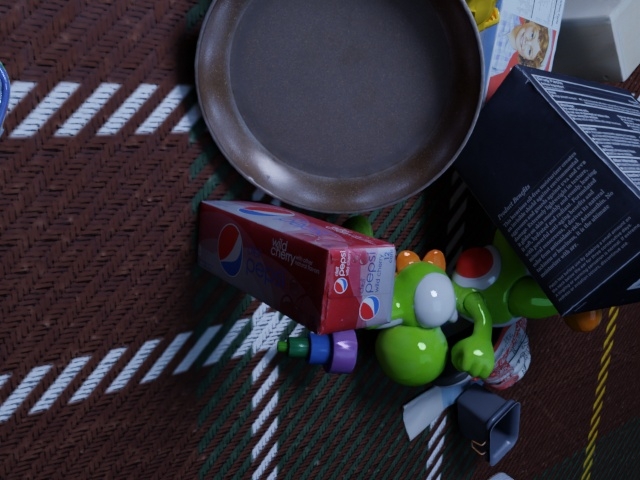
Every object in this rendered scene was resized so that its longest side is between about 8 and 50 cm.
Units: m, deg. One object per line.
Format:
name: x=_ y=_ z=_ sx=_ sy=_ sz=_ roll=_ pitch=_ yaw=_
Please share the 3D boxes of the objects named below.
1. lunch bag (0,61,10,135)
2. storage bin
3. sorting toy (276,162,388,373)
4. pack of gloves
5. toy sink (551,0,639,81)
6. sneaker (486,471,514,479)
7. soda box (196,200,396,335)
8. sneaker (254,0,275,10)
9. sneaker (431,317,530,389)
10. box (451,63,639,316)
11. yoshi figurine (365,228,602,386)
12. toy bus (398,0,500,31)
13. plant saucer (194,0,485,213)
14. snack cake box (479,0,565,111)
lunch bag: x=-0.397 y=-0.062 z=0.456 sx=0.243 sy=0.115 sz=0.303 roll=18 pitch=93 yaw=-37
storage bin: x=0.300 y=0.337 z=1.102 sx=0.098 sy=0.091 sz=0.135 roll=-34 pitch=132 yaw=-24
sorting toy: x=0.000 y=0.000 z=0.796 sx=0.126 sy=0.127 sz=0.366 roll=5 pitch=99 yaw=-14
pack of gloves: x=0.238 y=0.230 z=1.064 sx=0.232 sy=0.046 sz=0.195 roll=-28 pitch=118 yaw=-28
toy sink: x=0.487 y=-0.383 z=1.004 sx=0.234 sy=0.152 sz=0.131 roll=-47 pitch=126 yaw=-18
sneaker: x=0.335 y=0.589 z=1.173 sx=0.282 sy=0.153 sz=0.099 roll=-31 pitch=120 yaw=-26
soda box: x=-0.039 y=0.017 z=0.650 sx=0.092 sy=0.263 sz=0.084 roll=-3 pitch=104 yaw=-37
sneaker: x=-0.018 y=-0.282 z=0.700 sx=0.129 sy=0.111 sz=0.297 roll=-43 pitch=128 yaw=8
sneaker: x=0.283 y=0.212 z=1.023 sx=0.270 sy=0.090 sz=0.145 roll=-33 pitch=118 yaw=-40
box: x=0.391 y=-0.072 z=0.842 sx=0.296 sy=0.294 sz=0.183 roll=-1 pitch=141 yaw=-36
yoshi figurine: x=0.225 y=0.122 z=0.918 sx=0.362 sy=0.203 sz=0.203 roll=-8 pitch=152 yaw=-10
toy bus: x=0.135 y=-0.341 z=0.736 sx=0.149 sy=0.220 sz=0.211 roll=-23 pitch=162 yaw=10
plant saucer: x=0.020 y=-0.173 z=0.658 sx=0.310 sy=0.050 sz=0.311 roll=3 pitch=124 yaw=5
snack cake box: x=0.281 y=-0.306 z=0.910 sx=0.152 sy=0.089 sz=0.264 roll=0 pitch=104 yaw=-39
